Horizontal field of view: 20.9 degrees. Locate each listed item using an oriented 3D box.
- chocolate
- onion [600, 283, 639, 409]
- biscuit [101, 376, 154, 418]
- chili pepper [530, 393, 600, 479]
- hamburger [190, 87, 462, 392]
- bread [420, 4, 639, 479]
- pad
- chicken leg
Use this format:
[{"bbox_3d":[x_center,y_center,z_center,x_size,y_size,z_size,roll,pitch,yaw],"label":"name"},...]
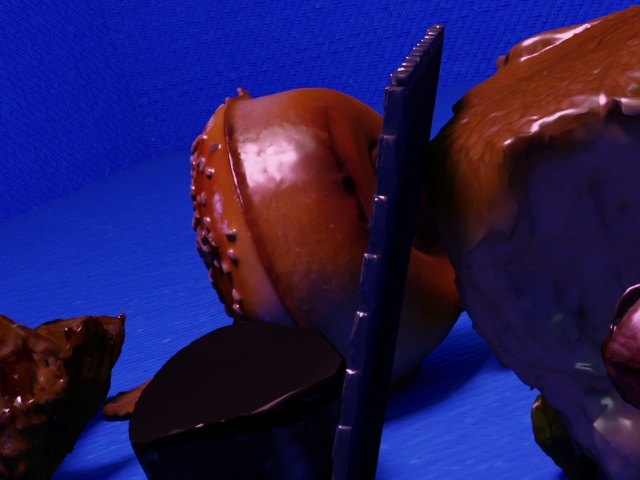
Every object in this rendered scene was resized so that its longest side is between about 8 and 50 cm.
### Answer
[{"bbox_3d":[-0.041,0.113,0.992,0.125,0.080,0.148,-38,26,-32],"label":"chocolate"},{"bbox_3d":[0.181,0.068,0.528,0.218,0.140,0.195,7,45,42],"label":"onion"},{"bbox_3d":[-0.026,0.085,1.331,0.237,0.013,0.232,-8,14,44],"label":"biscuit"},{"bbox_3d":[0.197,0.059,0.895,0.204,0.073,0.072,-20,-5,-21],"label":"chili pepper"},{"bbox_3d":[0.001,0.003,1.135,0.147,0.237,0.237,-30,4,22],"label":"hamburger"},{"bbox_3d":[0.202,0.002,0.703,0.279,0.225,0.250,-19,11,9],"label":"bread"},{"bbox_3d":[0.022,0.049,0.721,0.012,0.269,0.270,10,14,4],"label":"pad"},{"bbox_3d":[-0.220,0.102,1.202,0.211,0.140,0.361,-22,9,30],"label":"chicken leg"}]
